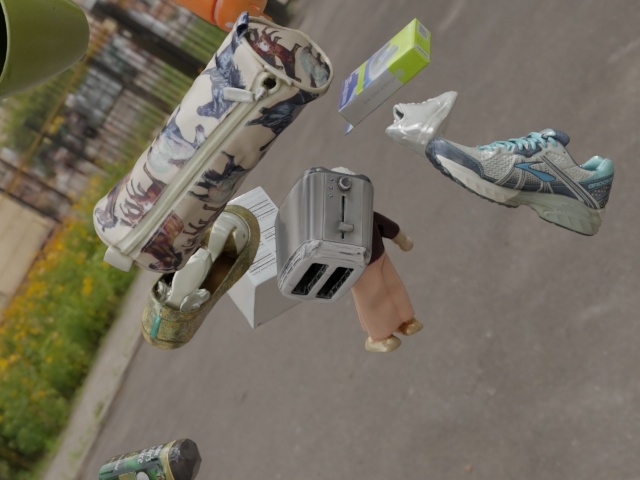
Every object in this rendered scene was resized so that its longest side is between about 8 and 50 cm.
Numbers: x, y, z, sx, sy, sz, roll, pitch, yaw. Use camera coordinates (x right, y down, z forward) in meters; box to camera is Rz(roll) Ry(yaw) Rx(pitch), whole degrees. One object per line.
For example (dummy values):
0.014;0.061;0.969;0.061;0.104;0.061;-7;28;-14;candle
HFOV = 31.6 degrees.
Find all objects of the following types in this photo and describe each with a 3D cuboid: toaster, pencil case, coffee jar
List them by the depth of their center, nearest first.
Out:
-0.161;-0.128;1.608;0.410;0.160;0.183;-48;-1;25;pencil case
0.000;0.000;1.749;0.227;0.129;0.146;128;148;-55;toaster
-0.320;0.434;2.142;0.184;0.079;0.096;-16;10;11;coffee jar

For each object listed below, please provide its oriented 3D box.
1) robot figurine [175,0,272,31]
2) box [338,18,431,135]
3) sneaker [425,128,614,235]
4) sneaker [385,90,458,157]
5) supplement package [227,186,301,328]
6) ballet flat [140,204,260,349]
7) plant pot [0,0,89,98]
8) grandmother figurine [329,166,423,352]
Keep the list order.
-0.186;-0.452;2.003;0.128;0.219;0.158;-49;-14;-38;robot figurine
0.091;-0.248;1.719;0.178;0.042;0.109;-38;23;27;box
0.281;-0.108;1.579;0.110;0.283;0.122;-127;56;-68;sneaker
0.170;-0.210;1.900;0.212;0.094;0.080;-49;-25;-59;sneaker
-0.134;0.037;2.412;0.149;0.203;0.194;-29;-25;-20;supplement package
-0.189;0.034;1.894;0.123;0.123;0.348;-43;11;48;ballet flat
-0.591;-0.400;2.171;0.275;0.275;0.293;-52;-16;28;plant pot
0.073;0.032;2.006;0.104;0.342;0.208;2;30;44;grandmother figurine
